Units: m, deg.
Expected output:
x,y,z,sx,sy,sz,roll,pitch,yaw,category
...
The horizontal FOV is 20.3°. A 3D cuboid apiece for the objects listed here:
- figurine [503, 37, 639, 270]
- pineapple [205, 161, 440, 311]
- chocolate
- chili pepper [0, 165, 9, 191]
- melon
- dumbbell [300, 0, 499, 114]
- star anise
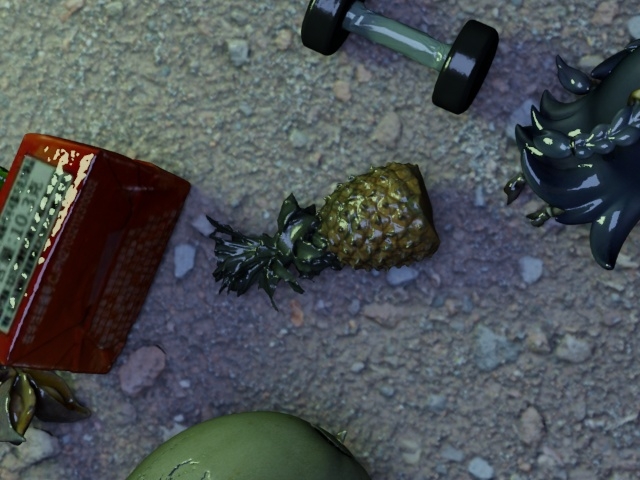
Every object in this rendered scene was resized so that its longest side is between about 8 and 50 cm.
x,y,z,sx,sy,sz,roll,pitch,yaw,category
0.313,-0.102,1.807,0.265,0.197,0.175,-43,108,2,figurine
0.000,0.000,1.883,0.251,0.125,0.125,-15,87,15,pineapple
-0.260,0.012,1.864,0.108,0.235,0.237,26,94,19,chocolate
-0.382,0.005,1.972,0.073,0.050,0.182,11,94,2,chili pepper
-0.086,0.314,1.810,0.330,0.268,0.268,-42,83,-5,melon
0.083,-0.212,1.873,0.191,0.100,0.100,24,93,8,dumbbell
-0.401,0.190,1.956,0.218,0.148,0.227,39,127,-24,star anise
